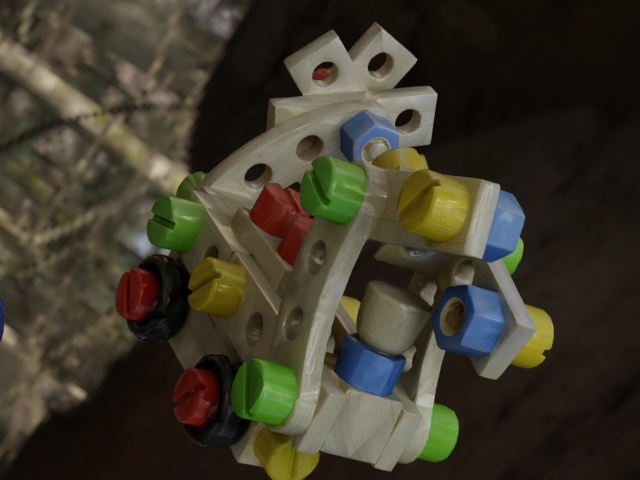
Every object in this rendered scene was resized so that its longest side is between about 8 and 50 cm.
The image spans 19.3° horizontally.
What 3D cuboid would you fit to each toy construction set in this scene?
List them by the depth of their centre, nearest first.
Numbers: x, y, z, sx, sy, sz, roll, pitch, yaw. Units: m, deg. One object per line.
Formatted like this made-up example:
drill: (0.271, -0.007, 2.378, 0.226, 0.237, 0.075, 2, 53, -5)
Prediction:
toy construction set: (0.000, 0.000, 0.985, 0.215, 0.151, 0.328, -62, -161, 19)

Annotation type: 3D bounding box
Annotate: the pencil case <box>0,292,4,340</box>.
pencil case: (-0.233, 0.117, 0.976, 0.306, 0.119, 0.133, -96, 175, -49)
